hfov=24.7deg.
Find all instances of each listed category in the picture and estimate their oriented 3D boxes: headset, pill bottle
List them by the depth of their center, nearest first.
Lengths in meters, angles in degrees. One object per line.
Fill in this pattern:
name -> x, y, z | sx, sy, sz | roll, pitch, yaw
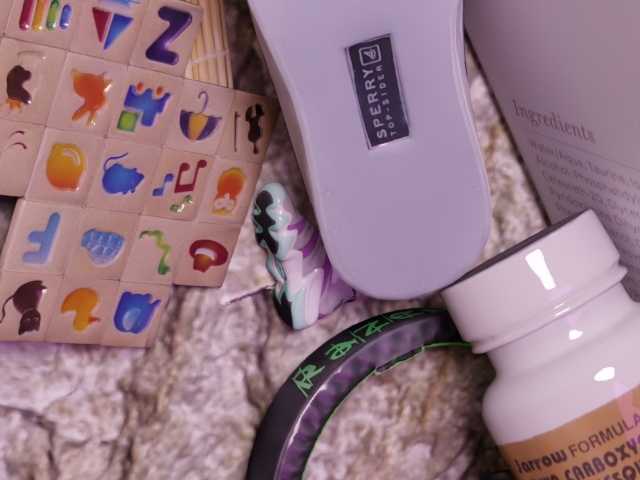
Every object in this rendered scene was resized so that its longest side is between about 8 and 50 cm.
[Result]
pill bottle -> 0.168, 0.105, 0.847 | 0.131, 0.131, 0.229 | -29, 89, -16
headset -> 0.085, 0.235, 0.961 | 0.243, 0.185, 0.394 | -23, 100, -23

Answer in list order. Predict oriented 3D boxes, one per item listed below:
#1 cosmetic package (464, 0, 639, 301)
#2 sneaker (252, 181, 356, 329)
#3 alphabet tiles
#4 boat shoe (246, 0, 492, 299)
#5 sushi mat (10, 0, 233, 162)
cosmetic package -> 0.307, -0.124, 0.822 | 0.329, 0.327, 0.394 | -35, 117, -13
sneaker -> 0.000, 0.000, 0.878 | 0.069, 0.038, 0.098 | -23, 124, -20
alphabet tiles -> -0.121, -0.037, 0.774 | 0.237, 0.009, 0.198 | 7, 106, -48
boat shoe -> 0.021, -0.153, 0.774 | 0.136, 0.156, 0.367 | -15, 128, -2
sushi mat -> -0.119, -0.204, 0.736 | 0.151, 0.019, 0.316 | -22, 118, -38
